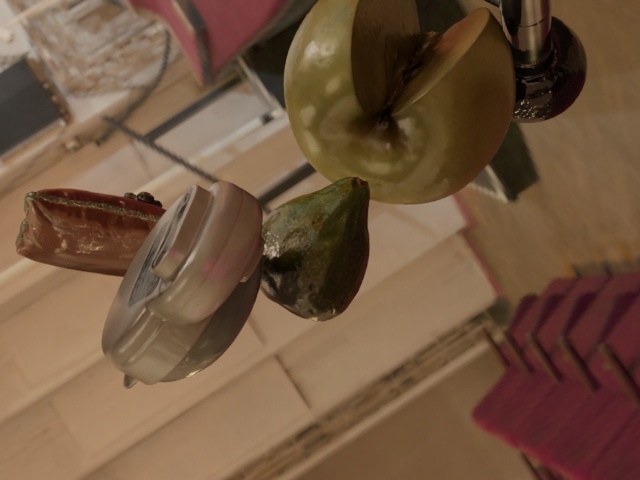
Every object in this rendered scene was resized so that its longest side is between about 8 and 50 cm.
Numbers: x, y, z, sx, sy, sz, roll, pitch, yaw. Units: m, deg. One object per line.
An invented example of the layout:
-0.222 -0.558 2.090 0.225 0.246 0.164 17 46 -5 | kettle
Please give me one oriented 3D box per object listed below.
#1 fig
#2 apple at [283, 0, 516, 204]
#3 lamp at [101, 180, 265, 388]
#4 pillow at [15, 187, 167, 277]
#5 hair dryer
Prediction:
0.000 0.000 1.158 0.123 0.156 0.123 30 -169 -7 | fig
0.099 -0.193 1.421 0.292 0.292 0.254 58 -148 -21 | apple
-0.107 0.038 0.999 0.108 0.179 0.246 24 151 -15 | lamp
-0.247 -0.012 1.290 0.171 0.179 0.075 133 144 -62 | pillow
0.208 -0.331 1.479 0.284 0.156 0.320 50 179 29 | hair dryer
